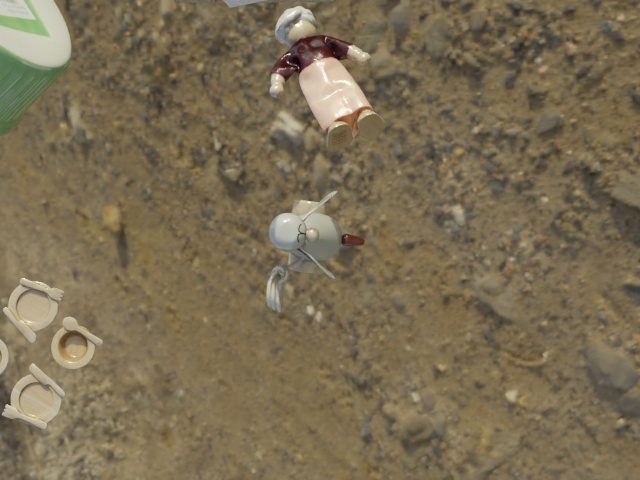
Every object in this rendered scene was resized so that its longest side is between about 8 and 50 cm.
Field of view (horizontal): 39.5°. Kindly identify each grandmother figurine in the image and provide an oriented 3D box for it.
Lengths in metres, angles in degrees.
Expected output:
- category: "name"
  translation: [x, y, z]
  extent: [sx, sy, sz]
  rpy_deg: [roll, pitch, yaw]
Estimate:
- category: "grandmother figurine"
  translation: [-0.007, -0.334, 1.767]
  extent: [0.104, 0.207, 0.342]
  rpy_deg: [95, 155, -57]

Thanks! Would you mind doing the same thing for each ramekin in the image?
- category: "ramekin"
  translation: [-0.507, -0.314, 1.288]
  extent: [0.148, 0.303, 0.303]
  rpy_deg: [-34, 73, 20]

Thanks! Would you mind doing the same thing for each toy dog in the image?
- category: "toy dog"
  translation: [0.000, 0.000, 1.784]
  extent: [0.161, 0.334, 0.220]
  rpy_deg: [4, 110, 7]

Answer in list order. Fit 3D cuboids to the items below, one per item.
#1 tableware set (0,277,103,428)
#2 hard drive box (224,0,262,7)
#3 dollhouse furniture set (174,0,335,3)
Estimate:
- category: "tableware set"
  translation: [-0.361, 0.141, 1.117]
  extent: [0.141, 0.169, 0.020]
  rpy_deg: [36, 178, 3]
- category: "hard drive box"
  translation: [-0.083, -0.376, 0.992]
  extent: [0.181, 0.232, 0.089]
  rpy_deg: [-3, 67, 30]
- category: "dollhouse furniture set"
  translation: [-0.089, -0.525, 1.277]
  extent: [0.286, 0.198, 0.303]
  rpy_deg: [4, 70, 17]
